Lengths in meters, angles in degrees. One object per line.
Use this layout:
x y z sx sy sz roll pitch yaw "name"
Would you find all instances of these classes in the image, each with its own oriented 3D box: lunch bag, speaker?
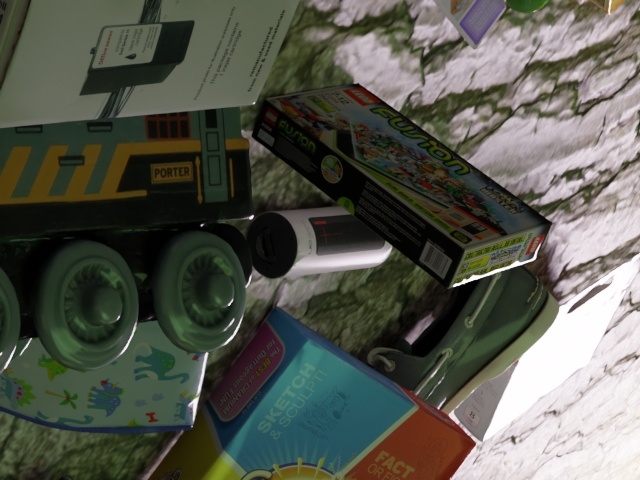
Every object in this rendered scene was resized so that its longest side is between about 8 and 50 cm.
-0.159 0.067 1.199 0.151 0.096 0.129 -2 131 -18 "lunch bag"
0.000 0.000 1.388 0.136 0.055 0.055 -5 127 -53 "speaker"

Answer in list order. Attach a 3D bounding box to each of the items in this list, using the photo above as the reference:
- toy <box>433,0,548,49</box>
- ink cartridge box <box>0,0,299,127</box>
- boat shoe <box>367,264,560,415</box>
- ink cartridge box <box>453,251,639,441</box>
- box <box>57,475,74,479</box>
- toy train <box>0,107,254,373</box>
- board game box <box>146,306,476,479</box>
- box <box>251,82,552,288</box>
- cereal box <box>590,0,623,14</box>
0.135 -0.240 1.303 0.137 0.056 0.237 -53 152 -1 "toy"
-0.137 -0.140 0.928 0.208 0.153 0.087 -10 132 -49 "ink cartridge box"
0.086 0.128 1.651 0.319 0.116 0.099 -40 107 -7 "boat shoe"
0.248 0.097 1.826 0.189 0.066 0.232 -31 150 -32 "ink cartridge box"
-0.234 0.310 1.312 0.207 0.108 0.153 -37 149 -21 "box"
-0.173 -0.017 1.012 0.334 0.142 0.190 -6 92 -47 "toy train"
-0.041 0.246 1.508 0.242 0.064 0.316 34 94 -37 "board game box"
0.059 -0.046 1.261 0.114 0.207 0.036 -16 136 -48 "box"
0.287 -0.312 1.411 0.173 0.047 0.240 -45 161 -10 "cereal box"
